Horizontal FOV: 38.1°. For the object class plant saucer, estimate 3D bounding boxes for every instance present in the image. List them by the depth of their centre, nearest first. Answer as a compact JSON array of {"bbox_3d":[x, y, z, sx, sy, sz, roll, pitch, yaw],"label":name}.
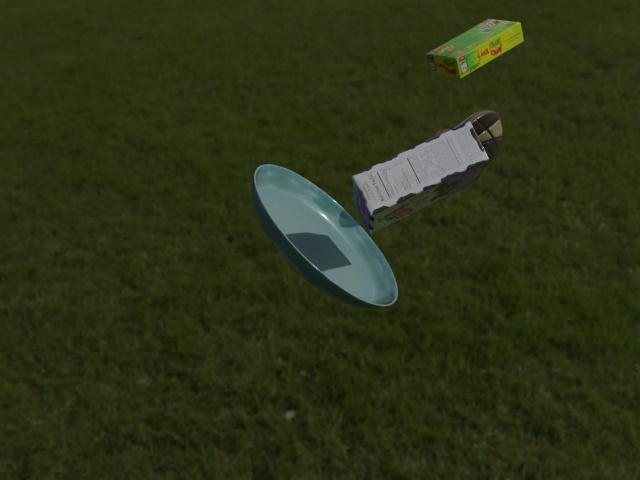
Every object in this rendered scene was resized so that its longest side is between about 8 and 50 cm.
[{"bbox_3d":[0.000,0.000,1.546,0.044,0.318,0.317,-45,19,19],"label":"plant saucer"}]

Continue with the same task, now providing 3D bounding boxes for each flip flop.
[{"bbox_3d":[0.224,-0.157,1.708,0.277,0.112,0.080,-35,40,-13],"label":"flip flop"}]

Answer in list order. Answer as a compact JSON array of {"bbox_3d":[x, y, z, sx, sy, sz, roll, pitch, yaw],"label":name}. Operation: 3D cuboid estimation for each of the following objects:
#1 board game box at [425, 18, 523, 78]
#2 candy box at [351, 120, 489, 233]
[{"bbox_3d":[0.311,-0.388,1.865,0.181,0.043,0.092,-32,32,-24],"label":"board game box"},{"bbox_3d":[0.149,-0.093,1.439,0.196,0.070,0.165,-26,-9,-2],"label":"candy box"}]
